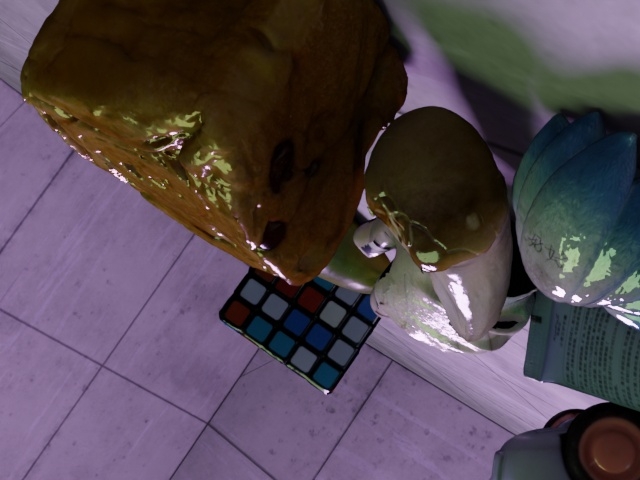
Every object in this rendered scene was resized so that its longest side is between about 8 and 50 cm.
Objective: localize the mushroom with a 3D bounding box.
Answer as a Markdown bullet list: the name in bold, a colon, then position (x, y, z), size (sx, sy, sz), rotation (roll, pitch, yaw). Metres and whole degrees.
- **mushroom**: position (0.080, 0.004, 0.597), size (0.084, 0.071, 0.209), rotation (57, 180, 28)

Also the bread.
- **bread**: position (-0.050, -0.082, 0.546), size (0.158, 0.143, 0.149), rotation (25, 170, 35)

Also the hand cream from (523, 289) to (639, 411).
- **hand cream**: position (0.226, 0.078, 0.653), size (0.058, 0.091, 0.271), rotation (1, -171, -30)

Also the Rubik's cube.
- **Rubik's cube**: position (-0.012, 0.086, 1.409), size (0.187, 0.182, 0.184), rotation (34, 175, 7)

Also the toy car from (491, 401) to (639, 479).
- **toy car**: position (0.261, 0.233, 0.764), size (0.270, 0.212, 0.180), rotation (3, 170, 6)

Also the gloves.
- **gloves**: position (0.091, 0.033, 0.801), size (0.127, 0.111, 0.212), rotation (17, 155, -9)

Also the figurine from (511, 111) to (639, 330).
- **figurine**: position (0.131, -0.014, 0.475), size (0.114, 0.079, 0.114), rotation (49, 151, 41)

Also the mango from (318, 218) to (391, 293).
- **mango**: position (-0.003, -0.002, 1.145), size (0.122, 0.085, 0.191), rotation (22, 166, 48)
